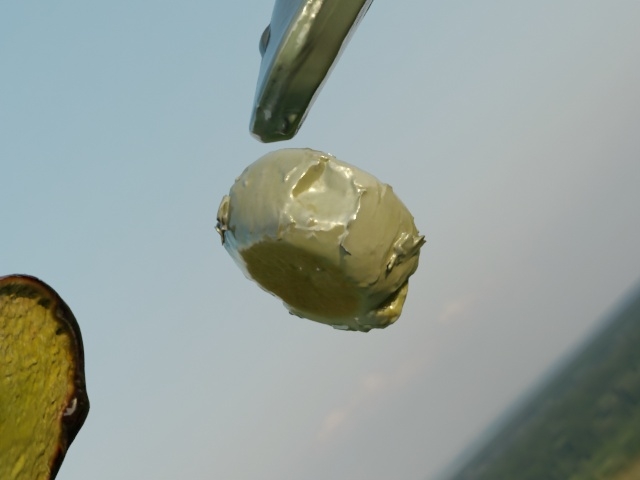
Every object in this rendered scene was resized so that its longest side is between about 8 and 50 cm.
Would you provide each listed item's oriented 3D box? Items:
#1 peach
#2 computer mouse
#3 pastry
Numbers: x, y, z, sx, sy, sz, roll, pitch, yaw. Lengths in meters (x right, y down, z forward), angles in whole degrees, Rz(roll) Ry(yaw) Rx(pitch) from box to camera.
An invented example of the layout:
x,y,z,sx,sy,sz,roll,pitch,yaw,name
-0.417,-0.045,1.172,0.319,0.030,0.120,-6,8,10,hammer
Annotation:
x,y,z,sx,sy,sz,roll,pitch,yaw,name
-0.249,0.117,1.295,0.279,0.068,0.189,-2,-87,-67,peach
0.007,-0.238,1.792,0.331,0.095,0.197,-61,-4,-34,computer mouse
0.000,0.000,1.479,0.088,0.166,0.166,-62,1,-25,pastry
